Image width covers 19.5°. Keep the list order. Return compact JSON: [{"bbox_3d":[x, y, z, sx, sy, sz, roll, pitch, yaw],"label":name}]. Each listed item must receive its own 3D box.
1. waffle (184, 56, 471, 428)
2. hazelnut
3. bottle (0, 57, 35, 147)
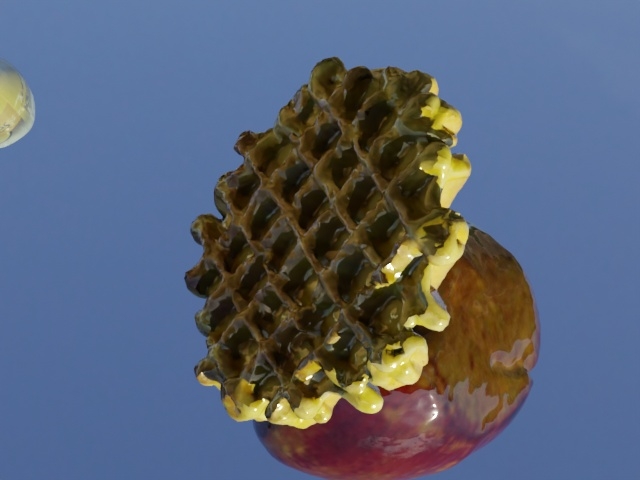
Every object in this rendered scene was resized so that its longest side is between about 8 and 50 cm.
[{"bbox_3d":[0.002,0.003,0.892,0.038,0.191,0.191,21,-160,-40],"label":"waffle"},{"bbox_3d":[0.044,0.072,1.387,0.218,0.218,0.234,31,-148,30],"label":"hazelnut"},{"bbox_3d":[-0.333,-0.146,1.839,0.083,0.083,0.270,11,174,-1],"label":"bottle"}]
